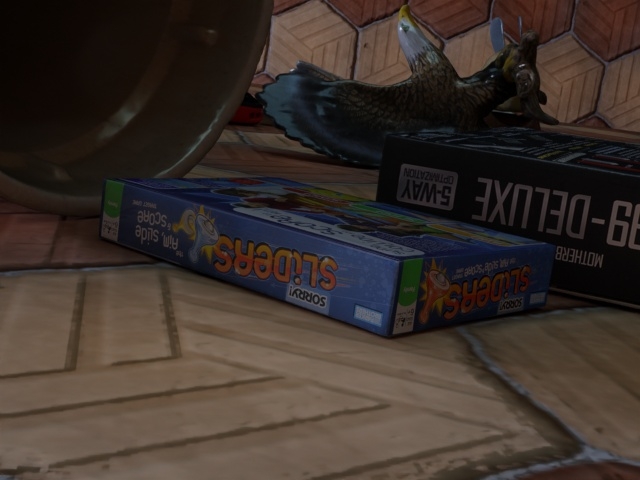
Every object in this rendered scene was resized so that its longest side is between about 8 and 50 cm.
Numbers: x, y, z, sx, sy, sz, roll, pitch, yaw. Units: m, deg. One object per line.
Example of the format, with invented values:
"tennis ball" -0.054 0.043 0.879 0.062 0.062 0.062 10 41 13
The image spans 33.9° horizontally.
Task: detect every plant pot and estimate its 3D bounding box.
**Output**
"plant pot" -0.244 -0.201 0.674 0.305 0.334 0.334 11 10 31

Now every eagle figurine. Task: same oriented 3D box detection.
"eagle figurine" 0.101 -0.156 1.194 0.298 0.225 0.226 -20 -38 9

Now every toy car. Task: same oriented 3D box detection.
"toy car" 0.224 -0.196 1.359 0.149 0.188 0.155 5 10 -16

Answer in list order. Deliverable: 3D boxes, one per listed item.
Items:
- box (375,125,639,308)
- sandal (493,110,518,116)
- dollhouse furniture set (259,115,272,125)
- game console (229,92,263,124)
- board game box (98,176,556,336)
"box" 0.202 -0.022 0.705 0.242 0.076 0.307 12 11 22
"sandal" 0.197 -0.162 1.510 0.180 0.072 0.049 10 26 22
"dollhouse furniture set" -0.036 -0.197 1.475 0.114 0.081 0.091 7 10 -1
"game console" -0.307 -0.266 1.465 0.342 0.060 0.386 5 28 -44
"board game box" 0.000 0.000 0.549 0.201 0.035 0.136 16 13 40
